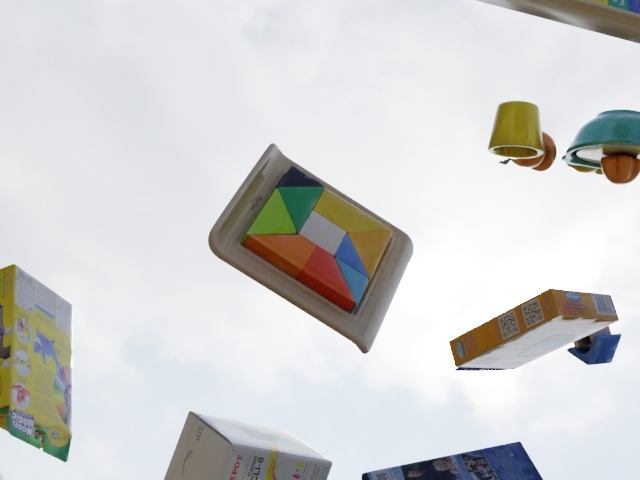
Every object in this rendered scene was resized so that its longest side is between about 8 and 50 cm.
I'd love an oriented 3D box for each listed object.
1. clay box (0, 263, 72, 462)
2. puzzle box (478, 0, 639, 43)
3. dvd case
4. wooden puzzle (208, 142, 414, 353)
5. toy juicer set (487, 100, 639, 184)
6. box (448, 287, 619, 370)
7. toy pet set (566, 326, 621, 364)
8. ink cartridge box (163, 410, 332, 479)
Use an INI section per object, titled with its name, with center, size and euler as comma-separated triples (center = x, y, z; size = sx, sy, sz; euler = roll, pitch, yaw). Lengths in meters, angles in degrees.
[clay box]
center = -0.358, 0.155, 1.389
size = 0.053, 0.222, 0.127
euler = -18, -34, 18
[puzzle box]
center = 0.289, -0.428, 1.253
size = 0.272, 0.409, 0.052
euler = 8, -17, -22
[dvd case]
center = 0.203, 0.374, 1.602
size = 0.180, 0.253, 0.022
euler = -117, -157, -50
[wooden puzzle]
center = 0.000, 0.000, 1.399
size = 0.238, 0.221, 0.044
euler = 36, -49, -6
[toy juicer set]
center = 0.384, -0.107, 1.457
size = 0.329, 0.089, 0.209
euler = 3, -9, 12
[box]
center = 0.174, 0.080, 0.967
size = 0.081, 0.028, 0.136
euler = 7, -28, -40
[toy pet set]
center = 0.319, 0.133, 1.466
size = 0.122, 0.114, 0.065
euler = -36, -120, 53
[ink cartridge box]
center = -0.103, 0.323, 1.544
size = 0.176, 0.128, 0.127
euler = 18, 2, -35
